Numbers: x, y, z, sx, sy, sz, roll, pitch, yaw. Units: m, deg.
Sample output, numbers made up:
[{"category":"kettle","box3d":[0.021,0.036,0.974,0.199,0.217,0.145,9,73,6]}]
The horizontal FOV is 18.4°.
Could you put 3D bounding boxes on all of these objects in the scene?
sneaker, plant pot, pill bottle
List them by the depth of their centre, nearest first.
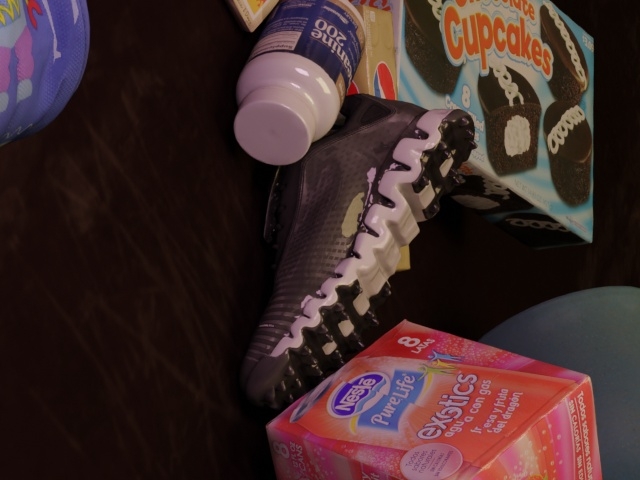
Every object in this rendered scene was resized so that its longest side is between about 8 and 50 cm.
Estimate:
[{"category":"pill bottle","box3d":[-0.015,-0.102,1.252,0.120,0.067,0.067,-69,147,-48]},{"category":"sneaker","box3d":[0.000,0.000,1.262,0.234,0.106,0.078,-57,154,-17]},{"category":"plant pot","box3d":[0.233,0.185,1.565,0.271,0.271,0.255,45,23,-59]}]

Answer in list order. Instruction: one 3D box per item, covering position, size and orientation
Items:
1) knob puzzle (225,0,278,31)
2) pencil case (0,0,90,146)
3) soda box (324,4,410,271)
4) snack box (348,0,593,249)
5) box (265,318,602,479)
[{"category":"knob puzzle","box3d":[-0.017,-0.252,1.225,0.213,0.030,0.213,-27,125,-46]},{"category":"pencil case","box3d":[-0.199,-0.064,0.705,0.306,0.119,0.133,-38,111,-65]},{"category":"soda box","box3d":[0.020,-0.066,1.350,0.061,0.058,0.181,-3,88,-69]},{"category":"snack box","box3d":[0.121,-0.128,1.542,0.322,0.060,0.187,28,59,-52]},{"category":"box","box3d":[0.087,0.222,1.258,0.142,0.154,0.300,-35,126,-37]}]
